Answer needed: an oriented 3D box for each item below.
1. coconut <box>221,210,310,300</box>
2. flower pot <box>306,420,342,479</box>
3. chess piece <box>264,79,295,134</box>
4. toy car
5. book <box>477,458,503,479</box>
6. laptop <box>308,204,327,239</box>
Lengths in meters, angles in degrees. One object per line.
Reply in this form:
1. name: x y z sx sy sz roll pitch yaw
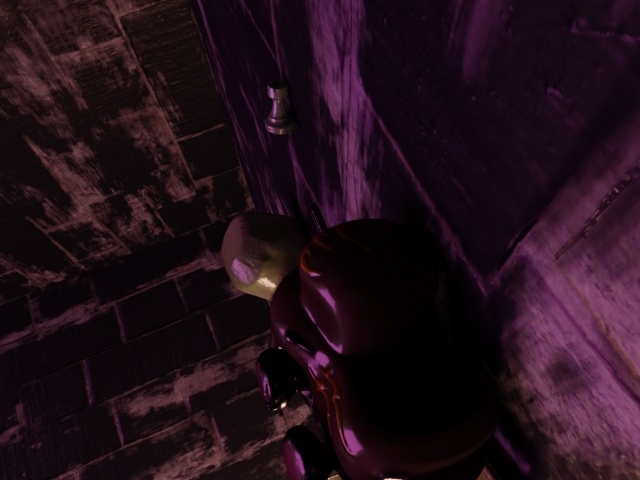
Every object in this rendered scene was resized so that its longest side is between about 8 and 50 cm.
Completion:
1. coconut: -0.151 0.052 1.614 0.328 0.329 0.281 -147 79 -75
2. flower pot: 0.092 0.614 1.535 0.290 0.259 0.290 159 90 -82
3. chess piece: -0.088 -0.283 1.050 0.103 0.067 0.067 89 159 -46
4. toy car: 0.075 0.137 0.607 0.340 0.272 0.240 56 146 41
5. book: 0.210 0.323 0.784 0.352 0.035 0.239 56 170 54
6. laptop: 0.000 0.000 1.324 0.207 0.026 0.153 104 142 -76
